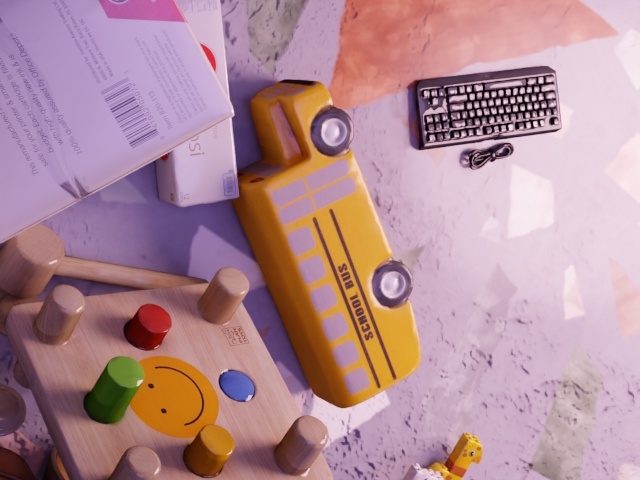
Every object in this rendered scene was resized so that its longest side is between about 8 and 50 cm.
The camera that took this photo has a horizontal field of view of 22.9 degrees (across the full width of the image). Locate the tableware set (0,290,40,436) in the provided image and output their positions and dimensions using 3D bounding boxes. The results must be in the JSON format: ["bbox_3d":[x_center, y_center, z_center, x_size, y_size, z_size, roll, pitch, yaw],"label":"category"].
[{"bbox_3d":[-0.309,0.115,1.556,0.168,0.020,0.141,-30,72,-31],"label":"tableware set"}]

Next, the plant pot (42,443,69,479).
[{"bbox_3d":[-0.207,0.361,1.592,0.237,0.237,0.254,19,104,-24],"label":"plant pot"}]

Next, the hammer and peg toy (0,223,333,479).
[{"bbox_3d":[-0.159,0.109,1.518,0.266,0.361,0.127,-5,142,-36],"label":"hammer and peg toy"}]

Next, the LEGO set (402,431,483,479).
[{"bbox_3d":[0.179,0.281,1.803,0.227,0.087,0.093,24,102,-24],"label":"LEGO set"}]

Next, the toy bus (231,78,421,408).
[{"bbox_3d":[0.000,0.000,1.682,0.130,0.108,0.333,-27,107,-16],"label":"toy bus"}]

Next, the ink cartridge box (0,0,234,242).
[{"bbox_3d":[-0.254,-0.147,1.504,0.283,0.117,0.207,-28,101,-2],"label":"ink cartridge box"}]

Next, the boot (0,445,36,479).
[{"bbox_3d":[-0.403,0.246,1.476,0.283,0.220,0.109,4,95,-24],"label":"boot"}]

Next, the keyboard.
[{"bbox_3d":[0.193,-0.136,1.794,0.180,0.023,0.108,-9,100,-21],"label":"keyboard"}]

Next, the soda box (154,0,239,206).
[{"bbox_3d":[-0.136,-0.147,1.622,0.069,0.074,0.216,-8,99,-22],"label":"soda box"}]
